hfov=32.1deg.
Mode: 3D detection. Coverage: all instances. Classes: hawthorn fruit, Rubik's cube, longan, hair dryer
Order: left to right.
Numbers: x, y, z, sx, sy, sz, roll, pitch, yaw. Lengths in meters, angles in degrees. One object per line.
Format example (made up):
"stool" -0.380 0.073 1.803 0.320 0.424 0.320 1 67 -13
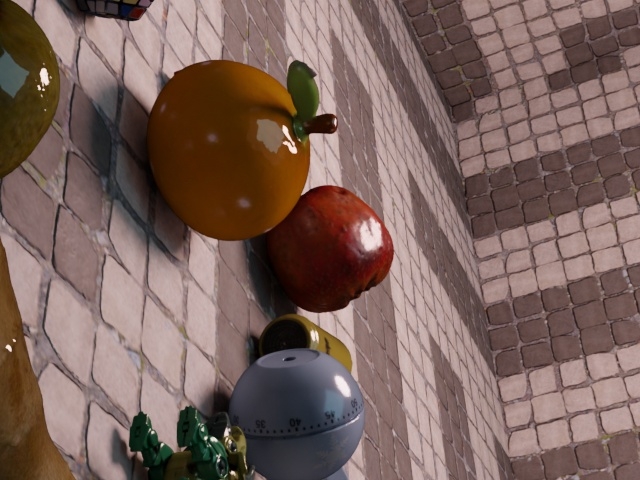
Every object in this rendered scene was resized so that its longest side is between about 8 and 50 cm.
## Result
"longan" -0.273 -0.108 0.843 0.155 0.145 0.176 -49 162 -51
"Rubik's cube" -0.228 -0.295 1.241 0.093 0.111 0.111 -37 112 -43
"hair dryer" -0.015 0.241 1.441 0.135 0.090 0.279 42 40 -61
"hawthorn fruit" 0.000 0.000 1.590 0.200 0.179 0.179 53 15 6

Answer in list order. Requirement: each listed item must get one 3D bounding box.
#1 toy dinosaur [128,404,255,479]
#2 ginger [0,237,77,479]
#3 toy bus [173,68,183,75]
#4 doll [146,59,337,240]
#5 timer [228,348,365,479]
"toy dinosaur" -0.124 0.266 1.046 0.153 0.094 0.259 52 34 -42
"ginger" -0.235 0.102 0.696 0.375 0.166 0.236 61 3 -14
"toy bus" -0.130 -0.155 1.481 0.192 0.065 0.077 49 36 -54
"doll" -0.080 -0.110 1.287 0.213 0.236 0.213 -14 90 -69
"timer" -0.032 0.244 1.305 0.175 0.175 0.255 -76 173 -61
